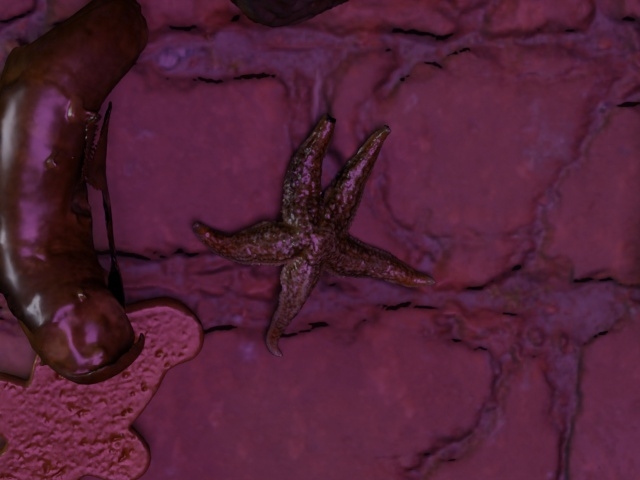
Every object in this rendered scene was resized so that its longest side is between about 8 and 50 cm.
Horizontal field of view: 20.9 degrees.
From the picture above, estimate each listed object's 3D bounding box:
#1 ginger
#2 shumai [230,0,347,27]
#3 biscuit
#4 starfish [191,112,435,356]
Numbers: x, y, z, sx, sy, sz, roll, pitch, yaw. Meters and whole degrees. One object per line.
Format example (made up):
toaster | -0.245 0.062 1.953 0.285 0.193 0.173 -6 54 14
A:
ginger | -0.206 -0.041 1.378 0.133 0.107 0.309 -2 92 20
shumai | -0.047 -0.260 1.339 0.153 0.209 0.161 31 90 28
biscuit | -0.214 0.145 1.483 0.165 0.036 0.250 25 98 -14
starfish | 0.001 0.001 1.477 0.216 0.050 0.223 13 109 -21
